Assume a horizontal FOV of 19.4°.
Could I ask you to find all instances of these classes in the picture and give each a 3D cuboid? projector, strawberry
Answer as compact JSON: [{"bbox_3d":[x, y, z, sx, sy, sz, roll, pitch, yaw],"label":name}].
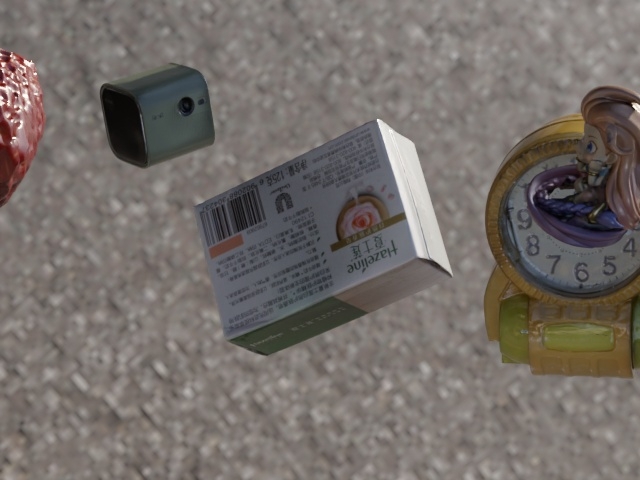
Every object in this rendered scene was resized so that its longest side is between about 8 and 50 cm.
[{"bbox_3d":[-0.164,-0.127,1.888,0.082,0.083,0.083,-22,116,-31],"label":"projector"},{"bbox_3d":[-0.374,-0.121,1.942,0.205,0.205,0.244,48,36,-4],"label":"strawberry"}]

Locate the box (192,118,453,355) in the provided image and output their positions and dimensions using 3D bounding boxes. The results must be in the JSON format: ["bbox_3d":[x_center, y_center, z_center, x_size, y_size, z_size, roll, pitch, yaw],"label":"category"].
[{"bbox_3d":[0.000,0.000,1.617,0.081,0.199,0.135,24,47,-57],"label":"box"}]

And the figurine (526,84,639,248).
[{"bbox_3d":[0.275,-0.070,1.792,0.114,0.157,0.126,24,18,-13],"label":"figurine"}]

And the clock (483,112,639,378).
[{"bbox_3d":[0.319,0.000,2.271,0.200,0.244,0.317,-66,153,-64],"label":"clock"}]
